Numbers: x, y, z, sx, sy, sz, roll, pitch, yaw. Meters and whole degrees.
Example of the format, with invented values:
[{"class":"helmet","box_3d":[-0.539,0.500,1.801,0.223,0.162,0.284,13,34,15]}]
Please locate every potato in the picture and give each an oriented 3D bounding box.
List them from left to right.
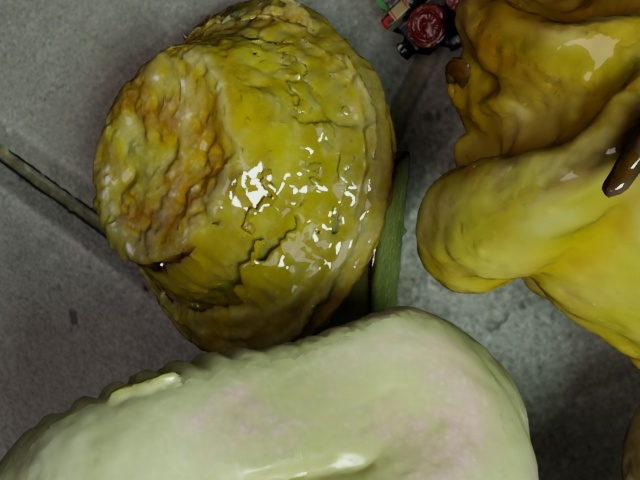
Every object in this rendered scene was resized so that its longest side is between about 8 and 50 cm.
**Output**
[{"class":"potato","box_3d":[0.000,0.000,0.733,0.120,0.081,0.149,8,100,22]}]

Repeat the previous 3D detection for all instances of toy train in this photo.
[{"class":"toy train","box_3d":[0.096,-0.198,0.682,0.138,0.050,0.087,-41,75,25]}]

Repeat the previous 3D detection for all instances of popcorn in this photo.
[{"class":"popcorn","box_3d":[0.215,-0.073,0.543,0.315,0.281,0.297,20,103,-20]}]

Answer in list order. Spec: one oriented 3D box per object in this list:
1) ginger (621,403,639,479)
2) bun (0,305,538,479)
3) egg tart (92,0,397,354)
[{"class":"ginger","box_3d":[0.167,0.260,0.552,0.176,0.256,0.375,32,114,3]},{"class":"bun","box_3d":[-0.037,0.178,0.581,0.361,0.361,0.213,-23,77,25]},{"class":"egg tart","box_3d":[-0.078,-0.051,0.698,0.294,0.123,0.294,-8,79,41]}]
